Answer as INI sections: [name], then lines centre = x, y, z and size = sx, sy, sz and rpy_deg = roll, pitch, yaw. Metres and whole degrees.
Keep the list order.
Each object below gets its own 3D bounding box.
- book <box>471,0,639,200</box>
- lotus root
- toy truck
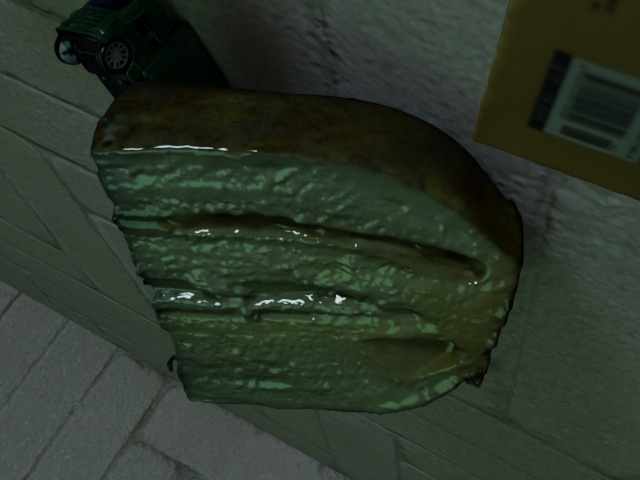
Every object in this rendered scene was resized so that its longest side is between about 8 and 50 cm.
[book]
centre = 0.253, -0.046, 0.290
size = 0.388, 0.032, 0.269
rpy_deg = 21, 154, 8
[lotus root]
centre = 0.011, -0.008, 0.647
size = 0.260, 0.149, 0.267
rpy_deg = -1, 136, 11
[toy truck]
centre = -0.131, -0.126, 0.696
size = 0.065, 0.079, 0.147
rpy_deg = 18, 156, 37
